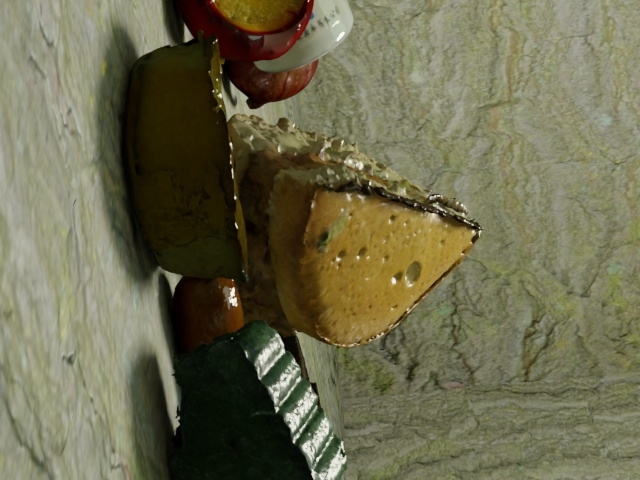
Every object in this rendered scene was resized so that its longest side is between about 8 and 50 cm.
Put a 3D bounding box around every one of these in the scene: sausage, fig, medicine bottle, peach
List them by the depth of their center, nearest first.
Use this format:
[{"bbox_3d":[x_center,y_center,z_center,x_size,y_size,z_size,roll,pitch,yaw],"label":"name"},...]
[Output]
[{"bbox_3d":[-0.114,0.173,1.315,0.103,0.076,0.302,-133,-144,-79],"label":"sausage"},{"bbox_3d":[-0.101,-0.339,1.496,0.226,0.190,0.196,90,11,-58],"label":"peach"},{"bbox_3d":[-0.081,-0.403,1.680,0.293,0.170,0.170,61,14,-26],"label":"medicine bottle"},{"bbox_3d":[-0.091,-0.291,1.966,0.175,0.175,0.207,-89,-167,-62],"label":"fig"}]

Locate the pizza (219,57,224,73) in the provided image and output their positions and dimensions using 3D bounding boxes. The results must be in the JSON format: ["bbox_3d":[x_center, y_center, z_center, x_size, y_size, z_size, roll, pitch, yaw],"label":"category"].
[{"bbox_3d":[-0.160,-0.324,1.728,0.099,0.035,0.160,-22,106,-87],"label":"pizza"}]

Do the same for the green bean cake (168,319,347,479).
[{"bbox_3d":[-0.092,0.199,1.198,0.208,0.193,0.107,61,29,-8],"label":"green bean cake"}]

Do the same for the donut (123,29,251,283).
[{"bbox_3d":[-0.139,-0.082,1.215,0.272,0.107,0.272,174,-90,-88],"label":"donut"}]

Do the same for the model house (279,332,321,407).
[{"bbox_3d":[-0.058,0.241,1.670,0.203,0.141,0.164,-95,167,-54],"label":"model house"}]

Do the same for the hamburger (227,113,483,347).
[{"bbox_3d":[-0.006,0.002,1.593,0.445,0.268,0.287,14,108,-57],"label":"hamburger"}]
